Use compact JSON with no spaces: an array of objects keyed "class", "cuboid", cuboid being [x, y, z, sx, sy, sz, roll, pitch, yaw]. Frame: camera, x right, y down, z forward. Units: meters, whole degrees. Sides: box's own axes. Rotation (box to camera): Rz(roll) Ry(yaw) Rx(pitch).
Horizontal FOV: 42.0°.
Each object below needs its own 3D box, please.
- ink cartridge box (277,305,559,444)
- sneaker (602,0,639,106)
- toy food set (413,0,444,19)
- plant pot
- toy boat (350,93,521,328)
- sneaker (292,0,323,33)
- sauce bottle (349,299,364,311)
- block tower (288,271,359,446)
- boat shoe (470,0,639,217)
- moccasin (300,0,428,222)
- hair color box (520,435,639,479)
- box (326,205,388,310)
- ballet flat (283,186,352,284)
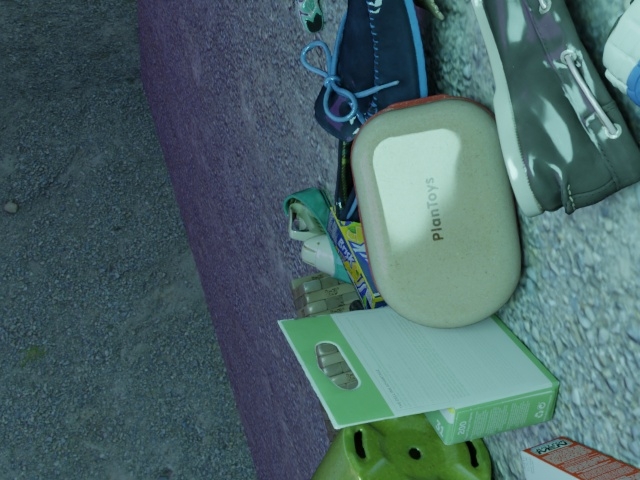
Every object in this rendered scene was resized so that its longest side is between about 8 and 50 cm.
[{"class":"ink cartridge box","cuboid":[0.092,0.130,0.836,0.171,0.235,0.056,-126,33,-53]},{"class":"sneaker","cuboid":[0.256,-0.134,0.348,0.147,0.129,0.330,55,160,19]},{"class":"toy food set","cuboid":[0.073,-0.317,0.830,0.192,0.038,0.132,53,-172,-21]},{"class":"plant pot","cuboid":[0.086,0.336,1.032,0.276,0.276,0.254,-119,34,-44]},{"class":"toy boat","cuboid":[0.122,-0.029,0.852,0.151,0.151,0.231,-35,-65,-75]},{"class":"sneaker","cuboid":[-0.026,-0.356,1.219,0.069,0.038,0.098,-131,32,-57]},{"class":"sauce bottle","cuboid":[0.077,0.124,1.228,0.128,0.042,0.042,-130,32,-59]},{"class":"block tower","cuboid":[0.039,0.210,1.334,0.097,0.091,0.336,138,117,-71]},{"class":"boat shoe","cuboid":[0.167,-0.185,0.650,0.112,0.095,0.335,13,-116,-68]},{"class":"moccasin","cuboid":[0.050,-0.138,0.903,0.138,0.116,0.342,-106,5,-51]},{"class":"hair color box","cuboid":[0.246,0.241,0.730,0.167,0.053,0.093,-176,74,-74]},{"class":"box","cuboid":[0.065,0.024,1.160,0.054,0.059,0.169,97,155,-51]},{"class":"ballet flat","cuboid":[0.000,0.000,1.313,0.247,0.087,0.083,-123,26,-50]}]
